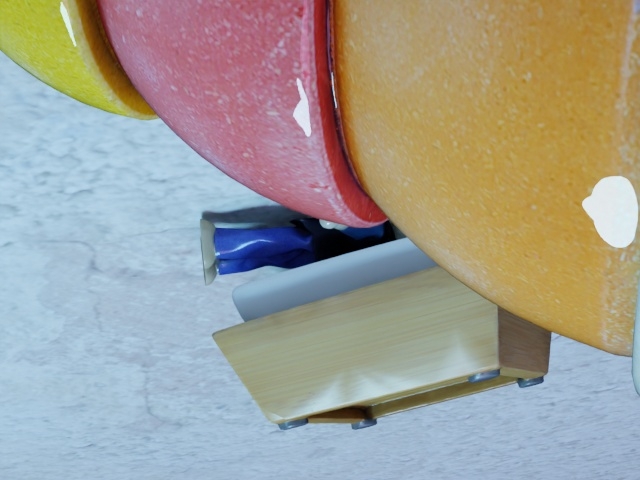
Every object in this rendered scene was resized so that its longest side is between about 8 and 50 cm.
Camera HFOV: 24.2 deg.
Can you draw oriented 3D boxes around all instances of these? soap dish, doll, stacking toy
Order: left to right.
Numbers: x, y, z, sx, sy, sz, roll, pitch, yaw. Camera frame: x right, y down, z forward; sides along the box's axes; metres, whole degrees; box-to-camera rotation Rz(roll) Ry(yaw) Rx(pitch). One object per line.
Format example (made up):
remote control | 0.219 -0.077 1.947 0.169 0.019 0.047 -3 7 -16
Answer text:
stacking toy | -0.037 -0.146 0.572 0.480 0.350 0.350 9 160 14
doll | 0.000 0.000 1.184 0.189 0.046 0.129 -6 159 -6
soap dish | 0.069 0.080 1.230 0.229 0.118 0.291 -16 169 15
